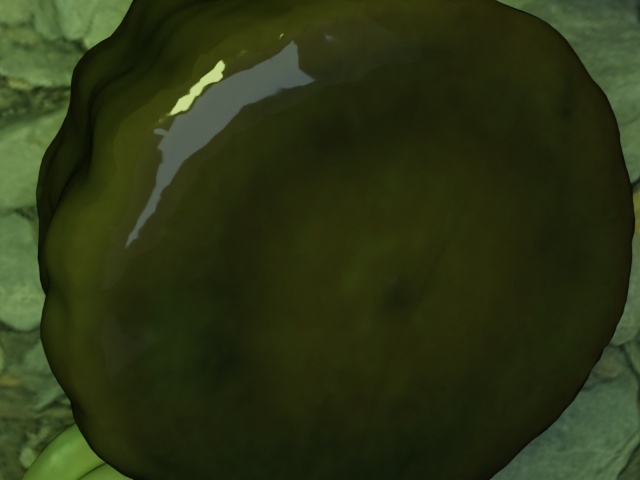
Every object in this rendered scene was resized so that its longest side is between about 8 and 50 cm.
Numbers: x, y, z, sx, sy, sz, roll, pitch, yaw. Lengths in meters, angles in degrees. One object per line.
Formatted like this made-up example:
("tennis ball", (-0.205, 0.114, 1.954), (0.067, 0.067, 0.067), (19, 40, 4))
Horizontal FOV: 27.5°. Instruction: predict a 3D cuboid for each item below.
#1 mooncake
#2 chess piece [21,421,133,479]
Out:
("mooncake", (0.000, 0.000, 0.649), (0.290, 0.161, 0.290), (-7, 115, -15))
("chess piece", (-0.062, 0.233, 0.639), (0.182, 0.330, 0.182), (-6, 115, -12))
